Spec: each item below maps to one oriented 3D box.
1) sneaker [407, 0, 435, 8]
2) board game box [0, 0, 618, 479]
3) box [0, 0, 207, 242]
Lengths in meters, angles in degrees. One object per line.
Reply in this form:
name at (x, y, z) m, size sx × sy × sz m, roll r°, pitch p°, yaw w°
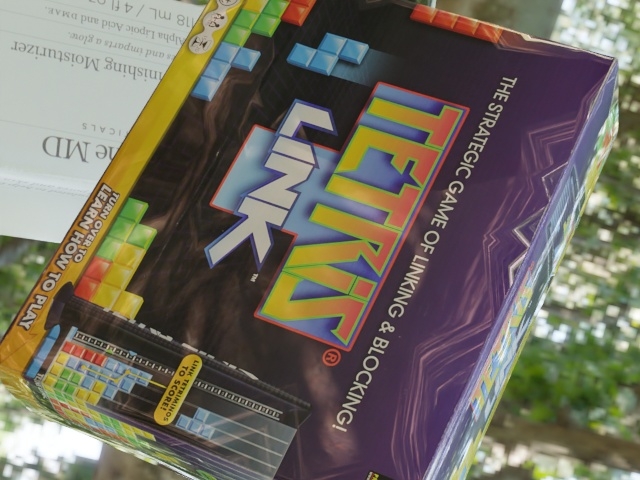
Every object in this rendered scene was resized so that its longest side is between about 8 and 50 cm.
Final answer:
sneaker at (-0.021, -0.262, 0.849) m, size 0.147 × 0.130 × 0.330 m, roll -119°, pitch -163°, yaw -77°
board game box at (0.000, 0.000, 0.452) m, size 0.170 × 0.141 × 0.048 m, roll -63°, pitch 157°, yaw -22°
box at (-0.170, -0.073, 0.807) m, size 0.182 × 0.181 × 0.119 m, roll -15°, pitch -111°, yaw 60°
